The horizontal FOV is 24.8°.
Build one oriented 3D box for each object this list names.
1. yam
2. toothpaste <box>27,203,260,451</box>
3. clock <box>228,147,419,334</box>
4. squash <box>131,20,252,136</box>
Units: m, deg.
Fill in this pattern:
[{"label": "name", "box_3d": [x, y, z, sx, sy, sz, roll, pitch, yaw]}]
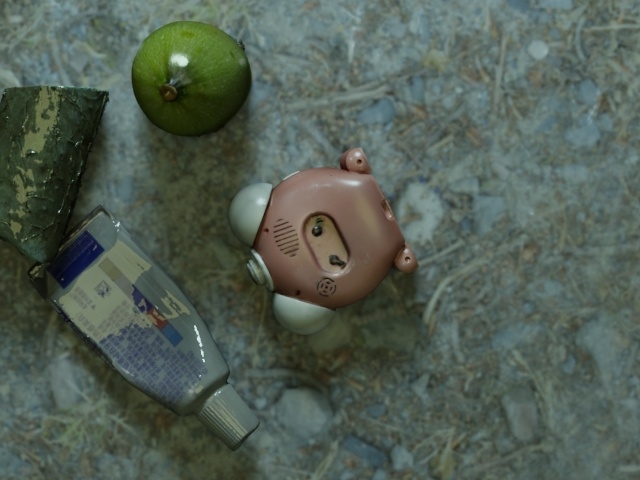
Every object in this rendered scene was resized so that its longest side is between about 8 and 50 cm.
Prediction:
[{"label": "yam", "box_3d": [-0.284, -0.075, 1.454, 0.107, 0.107, 0.183, 15, 92, -4]}, {"label": "toothpaste", "box_3d": [-0.171, 0.101, 1.490, 0.282, 0.068, 0.099, 46, 59, 5]}, {"label": "clock", "box_3d": [0.000, 0.000, 1.478, 0.162, 0.093, 0.166, -27, 94, 1]}, {"label": "squash", "box_3d": [-0.132, -0.158, 1.420, 0.123, 0.187, 0.123, 0, 96, 2]}]
